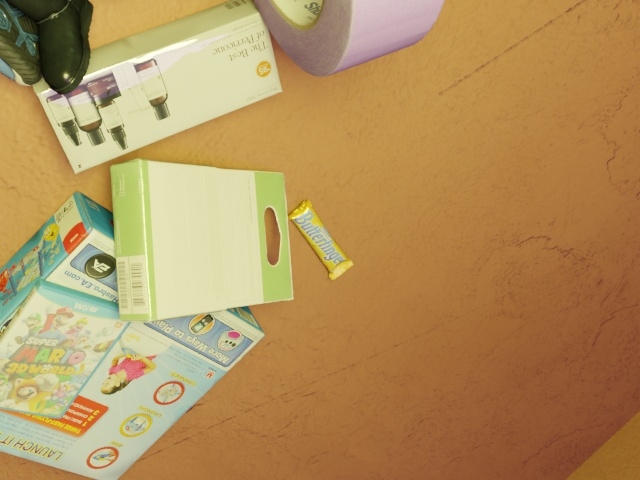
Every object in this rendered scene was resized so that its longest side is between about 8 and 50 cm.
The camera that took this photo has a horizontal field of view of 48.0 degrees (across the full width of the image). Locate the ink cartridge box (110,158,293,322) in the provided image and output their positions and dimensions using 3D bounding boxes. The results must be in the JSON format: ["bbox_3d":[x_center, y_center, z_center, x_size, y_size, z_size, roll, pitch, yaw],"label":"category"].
[{"bbox_3d":[-0.130,-0.002,0.841,0.235,0.056,0.171,-2,87,-55],"label":"ink cartridge box"}]

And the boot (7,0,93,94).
[{"bbox_3d":[-0.249,-0.201,0.632,0.045,0.121,0.099,-13,152,22],"label":"boot"}]

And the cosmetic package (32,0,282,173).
[{"bbox_3d":[-0.164,-0.163,0.749,0.239,0.060,0.098,-25,134,-14],"label":"cosmetic package"}]

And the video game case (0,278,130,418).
[{"bbox_3d":[-0.299,0.125,0.797,0.119,0.015,0.166,27,106,-42],"label":"video game case"}]

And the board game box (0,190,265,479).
[{"bbox_3d":[-0.278,0.138,0.893,0.302,0.086,0.308,-44,135,5],"label":"board game box"}]

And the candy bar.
[{"bbox_3d":[0.000,0.000,1.011,0.040,0.018,0.161,-37,136,-2],"label":"candy bar"}]

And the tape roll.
[{"bbox_3d":[-0.002,-0.284,0.606,0.090,0.275,0.274,-24,133,-15],"label":"tape roll"}]

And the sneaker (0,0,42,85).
[{"bbox_3d":[-0.326,-0.208,0.614,0.081,0.080,0.211,-22,140,18],"label":"sneaker"}]
